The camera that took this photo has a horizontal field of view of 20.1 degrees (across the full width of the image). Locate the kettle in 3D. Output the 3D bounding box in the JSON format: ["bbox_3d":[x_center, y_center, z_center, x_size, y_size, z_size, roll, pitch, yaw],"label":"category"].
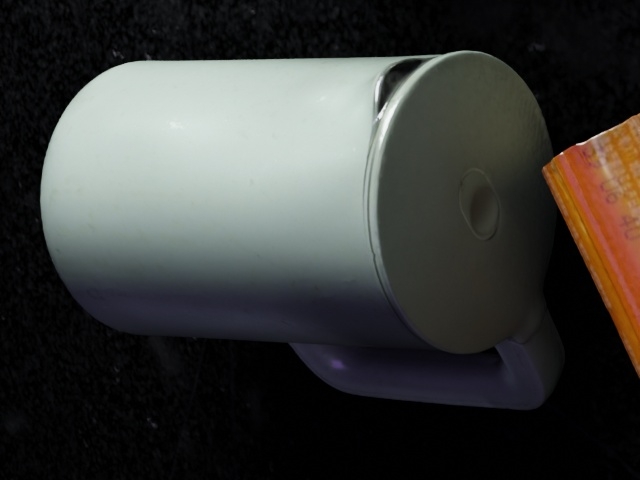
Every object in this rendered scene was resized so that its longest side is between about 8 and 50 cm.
[{"bbox_3d":[-0.011,0.000,1.245,0.318,0.205,0.265,1,101,42],"label":"kettle"}]

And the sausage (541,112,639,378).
[{"bbox_3d":[0.239,0.075,1.104,0.093,0.093,0.312,-29,84,46],"label":"sausage"}]
